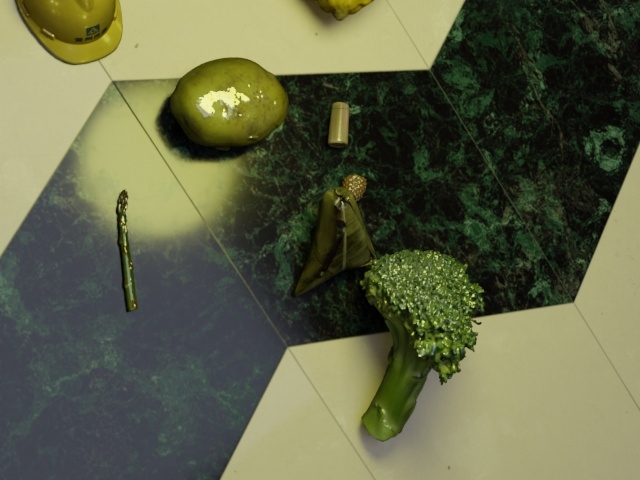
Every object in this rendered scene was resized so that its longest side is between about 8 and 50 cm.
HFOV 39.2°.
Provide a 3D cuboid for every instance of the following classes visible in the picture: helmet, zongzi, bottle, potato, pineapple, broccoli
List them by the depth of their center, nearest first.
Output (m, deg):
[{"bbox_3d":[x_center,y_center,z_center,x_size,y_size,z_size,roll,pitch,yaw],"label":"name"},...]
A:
[{"bbox_3d":[-0.491,-0.495,1.781,0.205,0.140,0.256,-25,90,-22],"label":"helmet"},{"bbox_3d":[-0.188,-0.282,1.860,0.228,0.148,0.197,-38,84,-23],"label":"potato"},{"bbox_3d":[0.000,-0.001,1.892,0.204,0.094,0.204,-30,130,-9],"label":"zongzi"},{"bbox_3d":[0.184,0.195,1.906,0.275,0.397,0.353,20,46,9],"label":"broccoli"},{"bbox_3d":[0.066,-0.081,1.981,0.058,0.058,0.124,15,77,-19],"label":"pineapple"},{"bbox_3d":[0.042,-0.258,2.002,0.045,0.045,0.096,9,78,-20],"label":"bottle"}]

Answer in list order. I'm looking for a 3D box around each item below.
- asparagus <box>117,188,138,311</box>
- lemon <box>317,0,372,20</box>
[{"bbox_3d":[-0.390,0.019,1.809,0.025,0.024,0.248,5,78,-64],"label":"asparagus"},{"bbox_3d":[0.057,-0.659,1.951,0.285,0.285,0.316,36,94,-13],"label":"lemon"}]
